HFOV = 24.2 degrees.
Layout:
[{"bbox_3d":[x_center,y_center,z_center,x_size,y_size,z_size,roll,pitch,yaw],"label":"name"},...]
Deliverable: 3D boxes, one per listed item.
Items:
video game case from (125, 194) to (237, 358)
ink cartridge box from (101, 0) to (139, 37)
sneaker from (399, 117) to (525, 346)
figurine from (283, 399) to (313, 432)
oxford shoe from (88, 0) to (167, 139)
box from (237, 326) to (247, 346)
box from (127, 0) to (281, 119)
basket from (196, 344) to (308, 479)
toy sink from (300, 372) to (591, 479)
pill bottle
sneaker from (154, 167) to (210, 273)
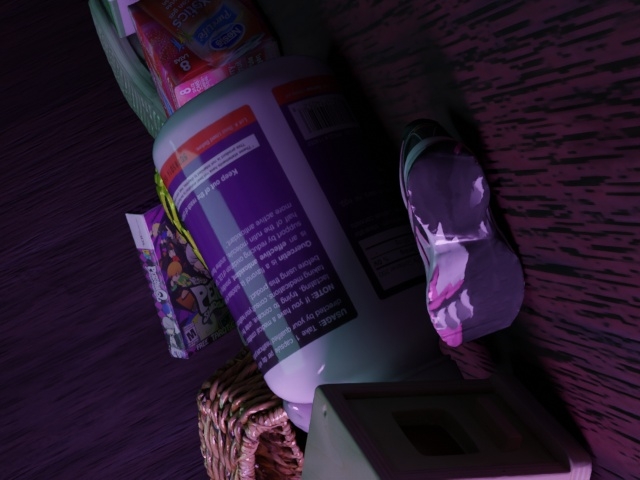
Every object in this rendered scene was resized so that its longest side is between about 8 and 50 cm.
[{"bbox_3d":[-0.135,0.012,1.978,0.042,0.232,0.210,5,118,45],"label":"video game case"},{"bbox_3d":[-0.258,-0.422,1.781,0.289,0.121,0.211,62,172,15],"label":"ink cartridge box"},{"bbox_3d":[0.096,-0.011,1.043,0.077,0.072,0.178,-107,4,-55],"label":"sneaker"},{"bbox_3d":[0.061,0.206,1.469,0.209,0.092,0.215,20,-160,-32],"label":"figurine"},{"bbox_3d":[-0.199,-0.222,2.018,0.449,0.130,0.169,48,165,49],"label":"oxford shoe"},{"bbox_3d":[-0.025,0.194,2.281,0.232,0.127,0.148,60,172,22],"label":"box"},{"bbox_3d":[-0.110,-0.165,1.638,0.128,0.122,0.257,59,171,27],"label":"box"},{"bbox_3d":[0.008,0.271,1.763,0.223,0.213,0.299,23,144,45],"label":"basket"},{"bbox_3d":[0.120,0.191,1.160,0.153,0.234,0.131,-128,43,-61],"label":"toy sink"},{"bbox_3d":[-0.003,0.013,1.296,0.323,0.181,0.181,63,173,9],"label":"pill bottle"},{"bbox_3d":[-0.112,-0.024,1.868,0.109,0.123,0.295,46,172,44],"label":"sneaker"}]
